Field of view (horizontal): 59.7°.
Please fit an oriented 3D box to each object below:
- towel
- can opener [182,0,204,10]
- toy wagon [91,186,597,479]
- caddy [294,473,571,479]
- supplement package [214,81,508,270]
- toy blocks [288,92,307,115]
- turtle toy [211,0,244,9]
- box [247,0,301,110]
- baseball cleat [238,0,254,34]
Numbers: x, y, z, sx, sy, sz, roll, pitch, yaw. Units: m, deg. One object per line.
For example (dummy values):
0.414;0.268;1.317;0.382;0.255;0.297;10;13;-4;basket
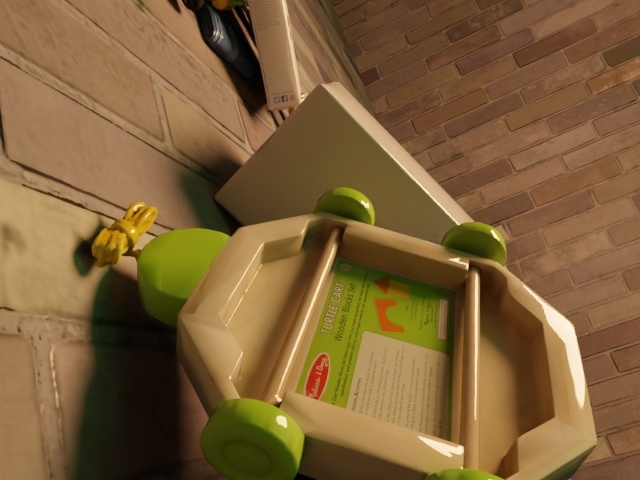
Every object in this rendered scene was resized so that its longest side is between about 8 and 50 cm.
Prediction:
-0.140;-0.302;0.853;0.119;0.029;0.067;32;39;-66;towel
-0.200;-0.392;0.741;0.073;0.059;0.186;-34;91;-48;can opener
0.009;0.055;0.400;0.267;0.344;0.068;-66;170;-55;toy wagon
0.069;0.176;0.474;0.341;0.241;0.179;-91;158;-56;caddy
0.055;-0.026;0.678;0.293;0.177;0.175;45;18;-6;supplement package
-0.028;-0.191;1.035;0.123;0.054;0.148;-92;164;-70;toy blocks
-0.162;-0.402;0.830;0.130;0.066;0.095;40;17;-16;turtle toy
-0.085;-0.388;0.906;0.232;0.058;0.322;-96;177;-70;box
-0.128;-0.431;1.049;0.206;0.072;0.109;64;31;-4;baseball cleat
